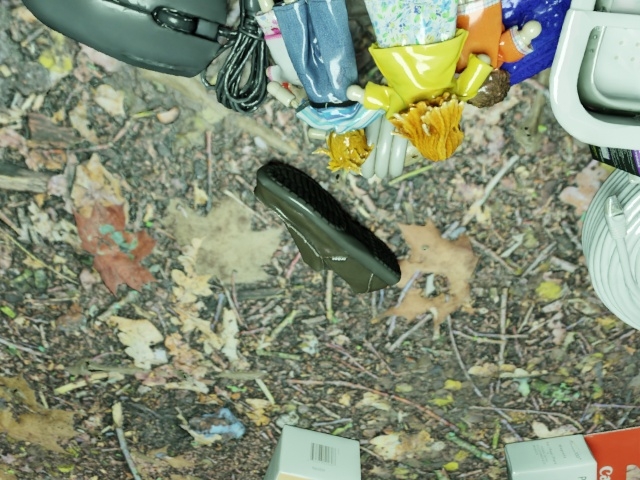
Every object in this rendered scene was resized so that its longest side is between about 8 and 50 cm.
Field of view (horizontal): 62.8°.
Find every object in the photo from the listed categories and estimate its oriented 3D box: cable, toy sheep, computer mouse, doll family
[{"bbox_3d":[0.438,-0.001,0.600,0.257,0.089,0.257,-10,120,6],"label":"cable"},{"bbox_3d":[0.052,-0.109,0.553,0.132,0.091,0.091,10,121,12],"label":"toy sheep"},{"bbox_3d":[-0.169,-0.233,0.492,0.272,0.072,0.189,15,120,-7],"label":"computer mouse"},{"bbox_3d":[0.036,-0.136,0.433,0.262,0.118,0.163,5,133,32],"label":"doll family"}]

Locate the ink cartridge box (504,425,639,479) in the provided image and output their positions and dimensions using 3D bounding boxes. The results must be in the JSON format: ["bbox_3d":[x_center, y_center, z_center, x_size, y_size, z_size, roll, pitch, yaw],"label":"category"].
[{"bbox_3d":[0.442,0.432,0.869,0.238,0.060,0.275,-12,119,10],"label":"ink cartridge box"}]

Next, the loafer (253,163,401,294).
[{"bbox_3d":[0.000,0.000,0.617,0.220,0.080,0.078,40,113,-19],"label":"loafer"}]

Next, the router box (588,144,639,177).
[{"bbox_3d":[0.370,-0.121,0.503,0.178,0.133,0.046,-21,103,14],"label":"router box"}]

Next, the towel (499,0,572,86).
[{"bbox_3d":[0.228,-0.271,0.398,0.308,0.076,0.228,-26,120,17],"label":"towel"}]

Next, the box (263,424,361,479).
[{"bbox_3d":[-0.022,0.399,0.844,0.130,0.091,0.171,15,119,-7],"label":"box"}]

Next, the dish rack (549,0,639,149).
[{"bbox_3d":[0.316,-0.223,0.342,0.285,0.072,0.333,6,118,2],"label":"dish rack"}]
